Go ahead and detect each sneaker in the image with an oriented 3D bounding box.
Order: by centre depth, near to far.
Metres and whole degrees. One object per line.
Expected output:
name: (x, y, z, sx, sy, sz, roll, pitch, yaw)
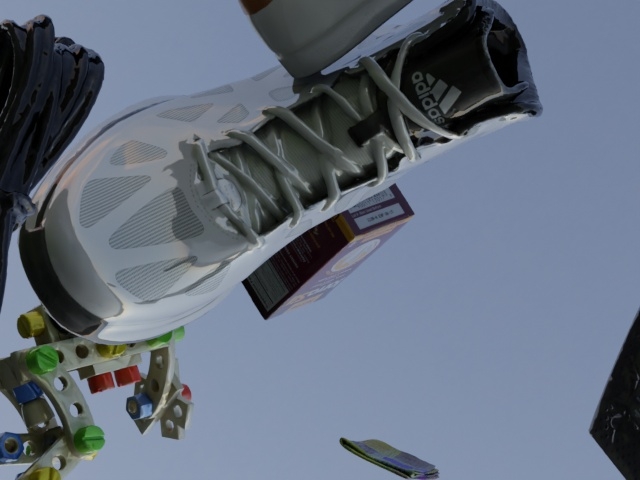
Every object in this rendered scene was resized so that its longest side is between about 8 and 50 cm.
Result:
sneaker: (0.058, -0.252, 1.021, 0.290, 0.106, 0.123, -39, -69, 5)
sneaker: (-0.006, -0.088, 1.034, 0.257, 0.447, 0.169, -27, -85, 49)

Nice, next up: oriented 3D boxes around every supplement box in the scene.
supplement box: (0.000, 0.000, 1.525, 0.188, 0.104, 0.081, -44, -107, 43)

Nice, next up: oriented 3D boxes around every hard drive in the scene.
hard drive: (0.332, 0.105, 1.214, 0.172, 0.054, 0.255, -122, -131, -61)

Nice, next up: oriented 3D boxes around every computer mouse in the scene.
computer mouse: (-0.202, -0.017, 0.535, 0.262, 0.184, 0.060, -7, -40, 37)

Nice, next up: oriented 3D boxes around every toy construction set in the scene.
toy construction set: (-0.250, 0.165, 1.592, 0.151, 0.327, 0.215, -21, -97, 30)

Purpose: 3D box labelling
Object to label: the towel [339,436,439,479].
towel: (0.048, 0.152, 0.971, 0.060, 0.083, 0.009, 23, -91, 21)
